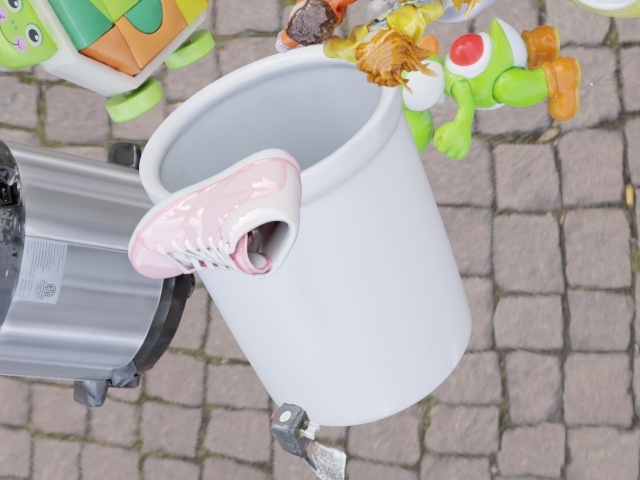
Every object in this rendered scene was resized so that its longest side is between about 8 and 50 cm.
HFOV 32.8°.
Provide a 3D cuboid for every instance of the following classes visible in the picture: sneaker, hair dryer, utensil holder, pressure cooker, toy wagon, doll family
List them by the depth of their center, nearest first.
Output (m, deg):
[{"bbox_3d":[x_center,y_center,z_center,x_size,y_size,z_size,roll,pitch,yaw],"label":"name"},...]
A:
[{"bbox_3d":[-0.068,0.001,0.686,0.134,0.070,0.051,-30,134,20],"label":"sneaker"},{"bbox_3d":[0.086,-0.204,0.845,0.263,0.163,0.118,-39,104,21],"label":"doll family"},{"bbox_3d":[-0.218,-0.244,1.001,0.068,0.344,0.267,-12,119,31],"label":"toy wagon"},{"bbox_3d":[0.019,0.325,1.118,0.223,0.080,0.294,37,145,34],"label":"hair dryer"},{"bbox_3d":[0.000,0.000,1.388,0.327,0.328,0.385,-14,124,16],"label":"utensil holder"},{"bbox_3d":[-0.403,0.049,1.742,0.370,0.420,0.376,-53,46,30],"label":"pressure cooker"}]

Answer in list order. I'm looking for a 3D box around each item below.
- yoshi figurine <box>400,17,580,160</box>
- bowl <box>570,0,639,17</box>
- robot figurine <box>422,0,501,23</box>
[{"bbox_3d":[0.217,-0.224,1.740,0.362,0.203,0.203,-8,86,-7],"label":"yoshi figurine"},{"bbox_3d":[0.394,-0.396,1.435,0.289,0.156,0.289,20,143,15],"label":"bowl"},{"bbox_3d":[0.251,-0.473,1.717,0.300,0.353,0.200,5,123,51],"label":"robot figurine"}]
